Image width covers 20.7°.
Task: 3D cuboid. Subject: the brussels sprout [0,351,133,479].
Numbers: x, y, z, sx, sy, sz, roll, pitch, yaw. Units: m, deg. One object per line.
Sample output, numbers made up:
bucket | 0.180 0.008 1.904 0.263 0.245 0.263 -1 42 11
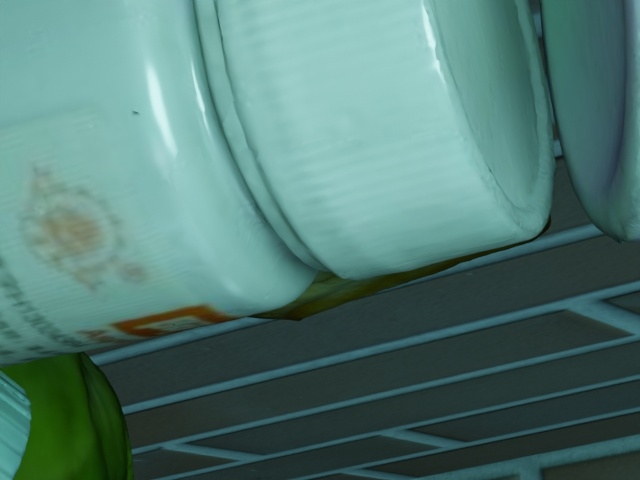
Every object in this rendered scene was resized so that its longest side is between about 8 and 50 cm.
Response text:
brussels sprout | -0.324 0.188 1.320 0.361 0.342 0.425 10 154 -25

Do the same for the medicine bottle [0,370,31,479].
medicine bottle | -0.316 0.050 0.961 0.158 0.158 0.318 -20 129 38

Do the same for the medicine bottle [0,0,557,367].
medicine bottle | -0.094 -0.057 0.824 0.371 0.211 0.211 -12 163 19

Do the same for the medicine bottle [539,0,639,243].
medicine bottle | 0.273 -0.115 0.772 0.325 0.212 0.212 -6 164 -2

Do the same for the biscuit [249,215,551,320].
biscuit | 0.000 0.000 1.312 0.291 0.062 0.237 -19 163 40
